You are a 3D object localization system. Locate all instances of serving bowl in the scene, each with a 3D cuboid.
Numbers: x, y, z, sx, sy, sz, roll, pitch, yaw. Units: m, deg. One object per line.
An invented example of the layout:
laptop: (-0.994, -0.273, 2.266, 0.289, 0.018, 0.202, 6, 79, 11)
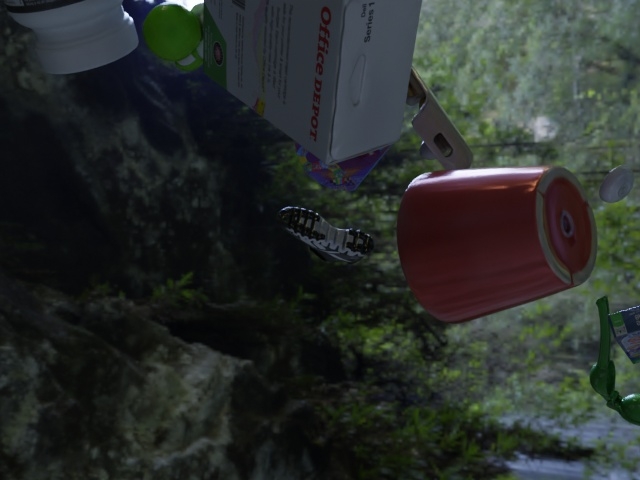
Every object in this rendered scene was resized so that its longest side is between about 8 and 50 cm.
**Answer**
serving bowl: (0.602, -0.109, 1.748, 0.083, 0.027, 0.083, -19, -48, -23)

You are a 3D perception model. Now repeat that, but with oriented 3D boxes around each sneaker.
sneaker: (0.000, 0.000, 2.010, 0.106, 0.234, 0.078, 122, 165, -53)

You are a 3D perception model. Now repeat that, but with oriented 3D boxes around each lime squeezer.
lime squeezer: (0.480, 0.224, 1.310, 0.310, 0.110, 0.059, 51, -153, -3)

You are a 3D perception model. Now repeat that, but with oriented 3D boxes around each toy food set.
toy food set: (0.187, -0.280, 1.780, 0.220, 0.092, 0.306, 41, -162, -47)

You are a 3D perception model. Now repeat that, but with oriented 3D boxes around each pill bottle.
pill bottle: (-0.330, -0.360, 1.074, 0.162, 0.162, 0.278, -51, -43, -47)

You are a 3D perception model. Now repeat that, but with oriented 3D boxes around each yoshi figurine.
yoshi figurine: (-0.199, -0.426, 1.610, 0.203, 0.362, 0.203, 36, -132, -25)

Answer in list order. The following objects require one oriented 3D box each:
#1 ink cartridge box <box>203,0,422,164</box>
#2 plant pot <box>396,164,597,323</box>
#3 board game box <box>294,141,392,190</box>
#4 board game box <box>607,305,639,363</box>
ink cartridge box: (-0.021, -0.246, 1.027, 0.117, 0.278, 0.201, -20, -47, -32)
plant pot: (0.304, -0.006, 1.442, 0.275, 0.243, 0.275, 14, -109, -44)
board game box: (0.041, -0.169, 1.442, 0.168, 0.133, 0.033, -50, -3, -17)
board game box: (0.486, 0.100, 1.120, 0.136, 0.201, 0.035, 37, -142, -53)
